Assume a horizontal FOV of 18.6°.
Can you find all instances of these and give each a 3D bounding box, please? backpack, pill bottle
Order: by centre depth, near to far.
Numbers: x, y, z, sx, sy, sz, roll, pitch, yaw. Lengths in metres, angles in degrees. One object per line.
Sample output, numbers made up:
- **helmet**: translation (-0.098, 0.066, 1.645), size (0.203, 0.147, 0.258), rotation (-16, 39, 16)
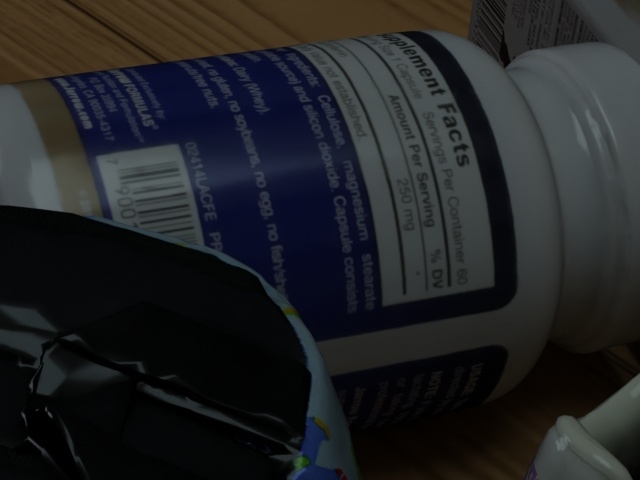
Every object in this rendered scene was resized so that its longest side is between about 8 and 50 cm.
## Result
- **backpack**: translation (-0.155, 0.105, 0.537), size (0.355, 0.273, 0.290), rotation (-12, 29, 16)
- **pill bottle**: translation (0.000, 0.000, 0.757), size (0.264, 0.153, 0.153), rotation (-9, 37, -19)

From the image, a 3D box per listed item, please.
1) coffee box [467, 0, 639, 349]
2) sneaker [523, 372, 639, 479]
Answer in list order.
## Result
- **coffee box**: translation (0.196, -0.048, 0.875), size (0.168, 0.119, 0.297), rotation (-7, 36, -16)
- **sneaker**: translation (0.190, 0.080, 0.665), size (0.305, 0.152, 0.114), rotation (-16, 38, -29)
